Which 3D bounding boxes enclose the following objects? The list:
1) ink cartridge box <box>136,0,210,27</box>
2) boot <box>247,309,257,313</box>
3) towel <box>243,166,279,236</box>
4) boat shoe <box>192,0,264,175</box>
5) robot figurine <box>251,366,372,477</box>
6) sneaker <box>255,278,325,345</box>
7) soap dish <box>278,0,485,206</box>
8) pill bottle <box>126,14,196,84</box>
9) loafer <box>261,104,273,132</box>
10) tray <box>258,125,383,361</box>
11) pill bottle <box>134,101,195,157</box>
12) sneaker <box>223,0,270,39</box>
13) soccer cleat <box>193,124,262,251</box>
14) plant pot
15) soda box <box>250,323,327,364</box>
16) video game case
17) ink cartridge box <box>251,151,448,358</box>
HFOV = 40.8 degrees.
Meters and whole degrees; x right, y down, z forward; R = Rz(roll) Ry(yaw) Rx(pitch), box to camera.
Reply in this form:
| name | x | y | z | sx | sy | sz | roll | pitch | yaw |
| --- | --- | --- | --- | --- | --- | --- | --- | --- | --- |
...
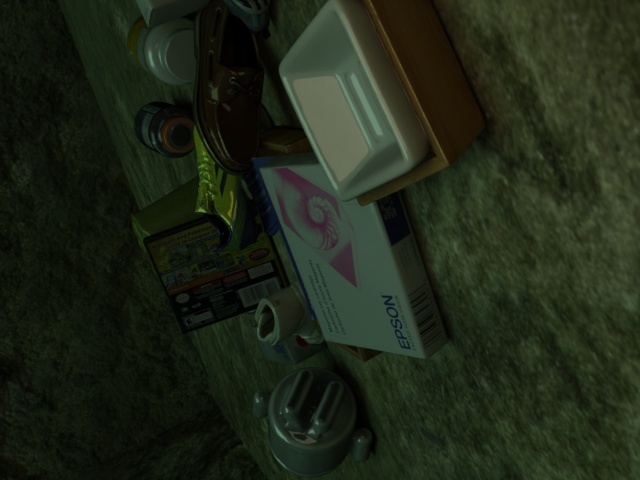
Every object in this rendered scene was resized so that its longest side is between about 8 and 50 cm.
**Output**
| name | x | y | z | sx | sy | sz | roll | pitch | yaw |
| --- | --- | --- | --- | --- | --- | --- | --- | --- | --- |
| ink cartridge box | -0.268 | -0.503 | 1.477 | 0.220 | 0.160 | 0.092 | 65 | 163 | 1 |
| boot | -0.250 | 0.137 | 2.415 | 0.190 | 0.069 | 0.086 | 45 | 164 | 3 |
| towel | -0.149 | -0.183 | 1.783 | 0.336 | 0.040 | 0.243 | 63 | 162 | 6 |
| boat shoe | -0.153 | -0.269 | 1.464 | 0.104 | 0.110 | 0.308 | -16 | 84 | 54 |
| robot figurine | -0.022 | 0.423 | 1.985 | 0.299 | 0.200 | 0.353 | 23 | 150 | 12 |
| sneaker | -0.063 | 0.164 | 1.802 | 0.108 | 0.169 | 0.293 | 54 | 161 | 24 |
| soap dish | 0.067 | -0.174 | 1.036 | 0.229 | 0.118 | 0.291 | 64 | 162 | -1 |
| pill bottle | -0.308 | -0.396 | 1.780 | 0.245 | 0.136 | 0.136 | 34 | 146 | 58 |
| loafer | -0.114 | -0.203 | 1.631 | 0.148 | 0.050 | 0.056 | 59 | 162 | 17 |
| tray | 0.000 | 0.000 | 1.550 | 0.203 | 0.076 | 0.411 | 22 | 136 | 64 |
| pill bottle | -0.382 | -0.278 | 2.173 | 0.245 | 0.130 | 0.131 | 28 | 141 | 62 |
| sneaker | -0.156 | -0.418 | 1.406 | 0.224 | 0.083 | 0.098 | 53 | 165 | 27 |
| soccer cleat | -0.220 | -0.113 | 1.824 | 0.093 | 0.121 | 0.289 | 2 | 114 | 69 |
| plant pot | -0.314 | -0.030 | 2.115 | 0.276 | 0.253 | 0.276 | 54 | 160 | 31 |
| soda box | -0.082 | 0.233 | 2.078 | 0.098 | 0.091 | 0.286 | 66 | 163 | -3 |
| video game case | -0.238 | 0.062 | 2.002 | 0.035 | 0.274 | 0.248 | -103 | -7 | -72 |
| ink cartridge box | 0.021 | 0.019 | 1.366 | 0.330 | 0.071 | 0.324 | 1 | 117 | 49 |
